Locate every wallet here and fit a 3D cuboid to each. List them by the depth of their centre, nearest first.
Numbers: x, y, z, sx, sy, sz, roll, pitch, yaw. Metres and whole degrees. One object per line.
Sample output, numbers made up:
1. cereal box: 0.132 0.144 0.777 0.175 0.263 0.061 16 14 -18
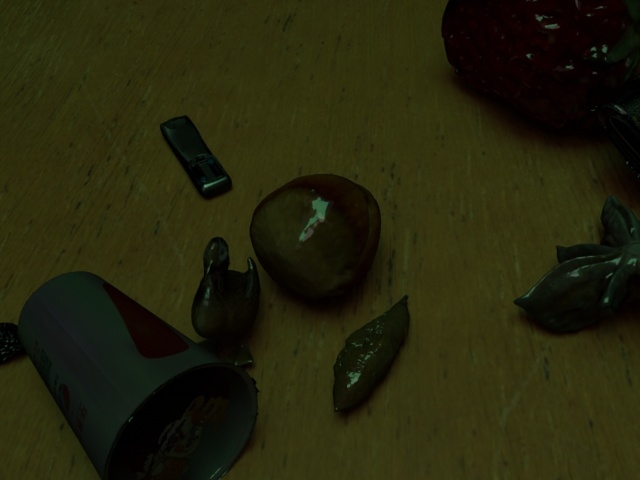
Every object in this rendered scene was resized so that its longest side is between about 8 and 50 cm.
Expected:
1. wallet: 0.542 -0.141 1.051 0.221 0.071 0.262 -35 86 -25

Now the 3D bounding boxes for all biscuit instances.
1. biscuit: -0.444 0.148 1.012 0.089 0.027 0.087 14 51 19

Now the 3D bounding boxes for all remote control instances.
1. remote control: -0.212 -0.146 1.247 0.059 0.028 0.212 -26 50 -14

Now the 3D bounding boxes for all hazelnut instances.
1. hazelnut: 0.000 0.000 1.006 0.182 0.182 0.182 -4 48 4

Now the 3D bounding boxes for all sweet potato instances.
1. sweet potato: 0.068 0.135 0.938 0.068 0.060 0.206 45 49 -1

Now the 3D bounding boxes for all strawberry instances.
1. strawberry: 0.366 -0.342 1.194 0.345 0.317 0.295 17 64 46

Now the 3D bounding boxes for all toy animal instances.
1. toy animal: -0.118 0.060 0.959 0.089 0.179 0.188 8 23 11

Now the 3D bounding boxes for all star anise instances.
1. star anise: 0.402 0.036 0.955 0.198 0.111 0.257 17 43 42

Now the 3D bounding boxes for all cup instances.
1. cup: -0.235 0.157 0.883 0.203 0.203 0.288 -38 48 -25
